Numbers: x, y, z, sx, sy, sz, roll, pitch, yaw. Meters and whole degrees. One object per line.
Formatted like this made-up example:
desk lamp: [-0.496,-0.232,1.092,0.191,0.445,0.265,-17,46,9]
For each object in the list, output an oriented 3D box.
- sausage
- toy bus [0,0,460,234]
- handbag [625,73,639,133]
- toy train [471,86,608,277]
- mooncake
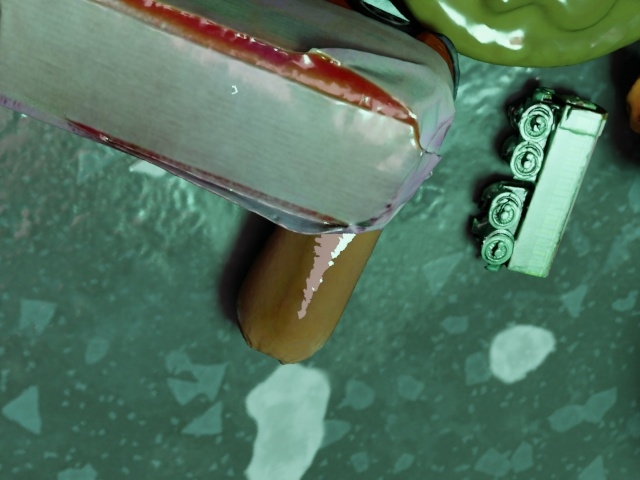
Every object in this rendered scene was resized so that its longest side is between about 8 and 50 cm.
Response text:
sausage: [0.000,0.000,1.093,0.077,0.077,0.194,20,103,-24]
toy bus: [-0.063,-0.107,0.952,0.303,0.147,0.127,21,117,-7]
handbag: [0.449,-0.120,1.088,0.410,0.116,0.303,2,146,-19]
toy train: [0.160,-0.041,1.145,0.071,0.038,0.148,10,111,-21]
mooncake: [0.158,-0.221,1.023,0.235,0.117,0.234,-6,111,-15]
